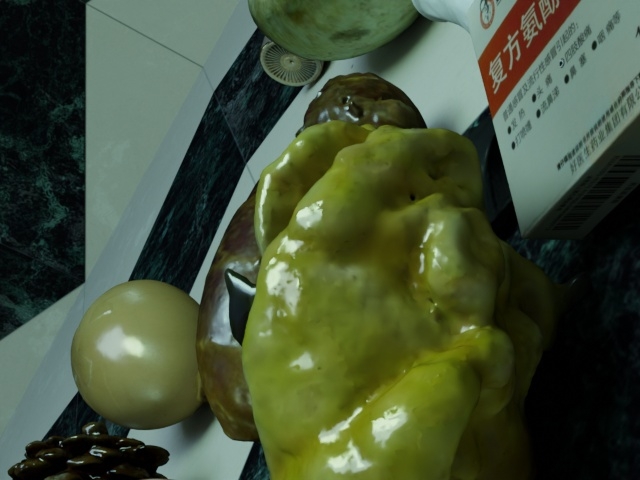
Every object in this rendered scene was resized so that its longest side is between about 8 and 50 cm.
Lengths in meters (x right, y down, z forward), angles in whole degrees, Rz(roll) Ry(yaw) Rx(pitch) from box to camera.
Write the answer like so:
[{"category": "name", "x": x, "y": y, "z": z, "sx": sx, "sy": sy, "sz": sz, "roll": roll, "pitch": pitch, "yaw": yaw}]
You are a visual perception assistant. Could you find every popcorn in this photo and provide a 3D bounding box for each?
[{"category": "popcorn", "x": 0.059, "y": 0.071, "z": 0.778, "sx": 0.297, "sy": 0.281, "sz": 0.316, "roll": 71, "pitch": -177, "yaw": -64}]

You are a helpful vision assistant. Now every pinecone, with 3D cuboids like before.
[{"category": "pinecone", "x": -0.273, "y": 0.345, "z": 1.323, "sx": 0.224, "sy": 0.224, "sz": 0.273, "roll": -46, "pitch": 37, "yaw": 43}]

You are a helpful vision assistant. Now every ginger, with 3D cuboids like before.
[{"category": "ginger", "x": 0.000, "y": 0.000, "z": 1.114, "sx": 0.254, "sy": 0.176, "sz": 0.418, "roll": -47, "pitch": 18, "yaw": 55}]

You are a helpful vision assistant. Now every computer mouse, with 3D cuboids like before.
[{"category": "computer mouse", "x": 0.139, "y": -0.063, "z": 0.999, "sx": 0.099, "sy": 0.057, "sz": 0.172, "roll": -46, "pitch": 21, "yaw": 46}]

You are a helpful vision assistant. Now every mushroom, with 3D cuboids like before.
[{"category": "mushroom", "x": 0.033, "y": -0.397, "z": 1.440, "sx": 0.352, "sy": 0.260, "sz": 0.352, "roll": -49, "pitch": 28, "yaw": 38}]

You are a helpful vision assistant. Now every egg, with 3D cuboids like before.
[{"category": "egg", "x": -0.232, "y": 0.157, "z": 1.494, "sx": 0.244, "sy": 0.201, "sz": 0.201, "roll": 20, "pitch": 83, "yaw": 60}]

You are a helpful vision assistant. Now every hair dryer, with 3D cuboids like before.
[{"category": "hair dryer", "x": 0.045, "y": -0.394, "z": 1.708, "sx": 0.344, "sy": 0.106, "sz": 0.189, "roll": -31, "pitch": 33, "yaw": 43}]

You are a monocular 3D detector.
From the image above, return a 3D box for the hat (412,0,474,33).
[{"category": "hat", "x": 0.181, "y": -0.239, "z": 0.988, "sx": 0.203, "sy": 0.203, "sz": 0.126, "roll": -51, "pitch": 38, "yaw": 32}]

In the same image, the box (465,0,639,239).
[{"category": "box", "x": 0.209, "y": -0.175, "z": 0.727, "sx": 0.353, "sy": 0.069, "sz": 0.214, "roll": 124, "pitch": 142, "yaw": -56}]

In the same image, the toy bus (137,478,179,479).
[{"category": "toy bus", "x": -0.152, "y": 0.361, "z": 1.035, "sx": 0.232, "sy": 0.194, "sz": 0.288, "roll": -27, "pitch": 37, "yaw": 42}]
